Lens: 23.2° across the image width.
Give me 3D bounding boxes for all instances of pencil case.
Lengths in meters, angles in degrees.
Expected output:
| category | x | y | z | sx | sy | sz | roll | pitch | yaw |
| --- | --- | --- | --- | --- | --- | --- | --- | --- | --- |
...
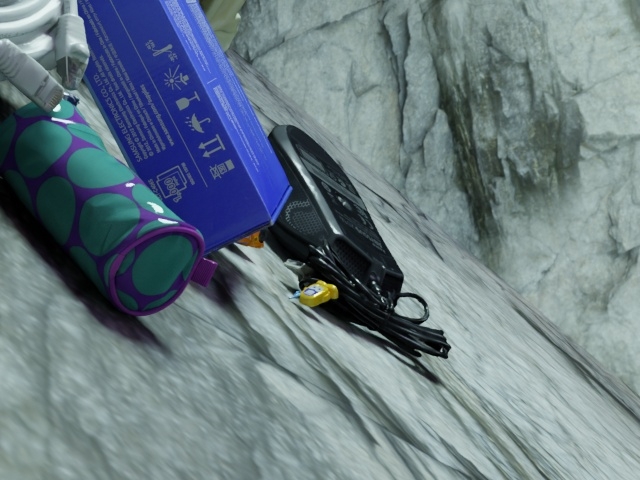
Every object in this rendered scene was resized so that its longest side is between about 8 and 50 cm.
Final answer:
| category | x | y | z | sx | sy | sz | roll | pitch | yaw |
| --- | --- | --- | --- | --- | --- | --- | --- | --- | --- |
| pencil case | -0.127 | -0.022 | 0.884 | 0.070 | 0.064 | 0.151 | 11 | 25 | -47 |

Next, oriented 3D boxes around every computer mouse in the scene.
| category | x | y | z | sx | sy | sz | roll | pitch | yaw |
| --- | --- | --- | --- | --- | --- | --- | --- | --- | --- |
| computer mouse | 0.000 | 0.000 | 1.393 | 0.188 | 0.072 | 0.272 | 35 | 20 | -40 |

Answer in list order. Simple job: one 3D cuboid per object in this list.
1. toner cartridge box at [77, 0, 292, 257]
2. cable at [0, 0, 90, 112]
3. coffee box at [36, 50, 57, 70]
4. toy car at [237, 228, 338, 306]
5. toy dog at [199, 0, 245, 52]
| category | x | y | z | sx | sy | sz | roll | pitch | yaw |
| --- | --- | --- | --- | --- | --- | --- | --- | --- | --- |
| toner cartridge box | -0.135 | -0.162 | 1.097 | 0.348 | 0.075 | 0.165 | 63 | 7 | -7 |
| cable | -0.252 | -0.198 | 0.892 | 0.257 | 0.089 | 0.257 | 33 | 37 | -38 |
| coffee box | -0.285 | -0.238 | 1.246 | 0.168 | 0.119 | 0.297 | 41 | 7 | 4 |
| toy car | -0.038 | 0.001 | 1.225 | 0.122 | 0.060 | 0.040 | 34 | 37 | 25 |
| toy dog | -0.273 | -0.362 | 1.596 | 0.408 | 0.284 | 0.395 | 47 | 48 | 10 |
